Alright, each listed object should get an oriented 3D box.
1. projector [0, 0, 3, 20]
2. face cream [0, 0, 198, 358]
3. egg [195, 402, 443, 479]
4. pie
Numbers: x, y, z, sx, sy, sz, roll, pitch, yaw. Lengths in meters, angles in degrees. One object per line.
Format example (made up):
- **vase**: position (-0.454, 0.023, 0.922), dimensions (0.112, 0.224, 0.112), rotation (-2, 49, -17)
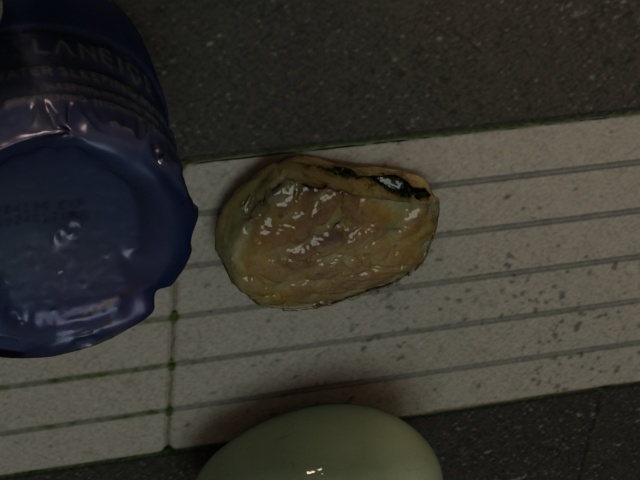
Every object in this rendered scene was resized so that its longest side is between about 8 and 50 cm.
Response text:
- **projector**: position (-0.352, -0.214, 1.374), dimensions (0.163, 0.177, 0.242), rotation (-33, 157, 12)
- **face cream**: position (-0.237, -0.057, 1.569), dimensions (0.249, 0.225, 0.249), rotation (-12, 136, -11)
- **egg**: position (-0.003, 0.262, 1.988), dimensions (0.264, 0.183, 0.183), rotation (-6, 134, -8)
- **pie**: position (0.001, 0.002, 1.836), dimensions (0.218, 0.052, 0.185), rotation (9, 126, -30)
